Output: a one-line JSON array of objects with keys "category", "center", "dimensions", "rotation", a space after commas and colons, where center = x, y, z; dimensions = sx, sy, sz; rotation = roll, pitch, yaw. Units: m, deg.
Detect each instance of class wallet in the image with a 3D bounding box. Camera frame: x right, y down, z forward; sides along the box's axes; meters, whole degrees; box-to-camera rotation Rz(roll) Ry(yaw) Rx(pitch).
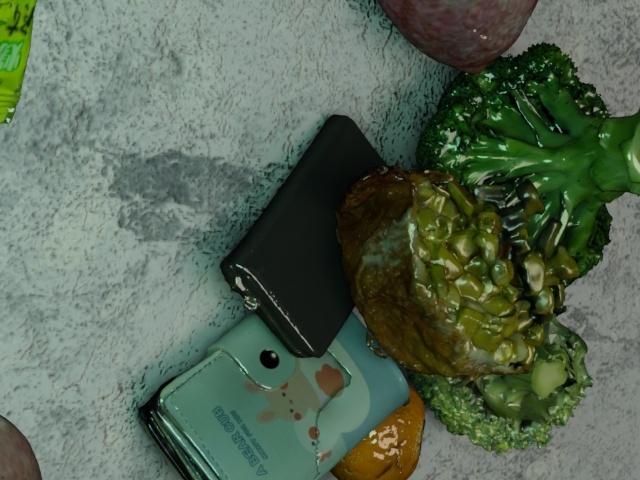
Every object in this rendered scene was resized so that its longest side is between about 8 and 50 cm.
[{"category": "wallet", "center": [-0.044, 0.163, 1.828], "dimensions": [0.250, 0.075, 0.176], "rotation": [-38, 90, -35]}, {"category": "wallet", "center": [0.000, 0.000, 1.842], "dimensions": [0.149, 0.044, 0.250], "rotation": [50, 51, -23]}]

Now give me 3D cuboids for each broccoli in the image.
[{"category": "broccoli", "center": [0.199, 0.132, 2.059], "dimensions": [0.198, 0.176, 0.226], "rotation": [-55, 150, -24]}, {"category": "broccoli", "center": [0.238, -0.071, 1.945], "dimensions": [0.297, 0.297, 0.297], "rotation": [6, 80, -36]}]

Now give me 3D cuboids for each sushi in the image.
[{"category": "sushi", "center": [0.130, 0.028, 1.812], "dimensions": [0.167, 0.179, 0.296], "rotation": [-45, 110, -44]}]

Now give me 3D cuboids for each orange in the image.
[{"category": "orange", "center": [0.054, 0.206, 1.970], "dimensions": [0.135, 0.117, 0.135], "rotation": [-173, -90, -90]}]

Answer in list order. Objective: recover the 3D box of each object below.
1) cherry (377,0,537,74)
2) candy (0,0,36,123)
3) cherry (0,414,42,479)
[{"category": "cherry", "center": [0.143, -0.280, 1.859], "dimensions": [0.192, 0.175, 0.249], "rotation": [-43, 134, -43]}, {"category": "candy", "center": [-0.285, -0.208, 1.505], "dimensions": [0.149, 0.069, 0.246], "rotation": [-2, 106, -49]}, {"category": "cherry", "center": [-0.341, 0.228, 1.492], "dimensions": [0.236, 0.213, 0.285], "rotation": [14, 103, -39]}]
